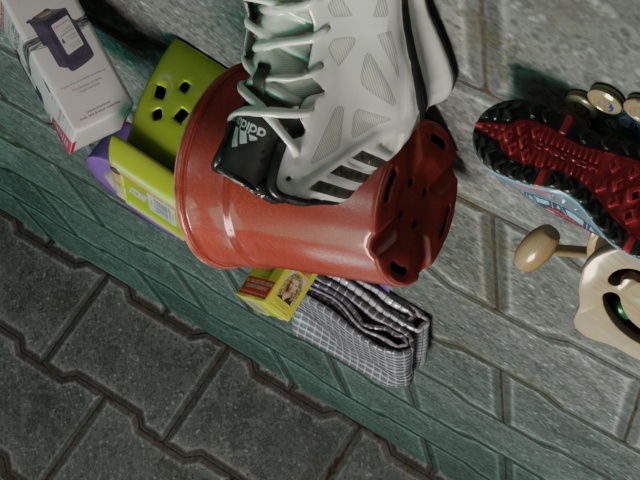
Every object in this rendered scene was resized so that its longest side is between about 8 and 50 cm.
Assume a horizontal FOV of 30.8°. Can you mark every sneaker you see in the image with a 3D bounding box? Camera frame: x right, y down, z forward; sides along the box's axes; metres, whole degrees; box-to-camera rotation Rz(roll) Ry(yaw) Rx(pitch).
[{"bbox_3d":[0.281,-0.057,1.168,0.262,0.104,0.125,34,-178,17],"label":"sneaker"},{"bbox_3d":[-0.017,-0.181,1.097,0.169,0.257,0.447,24,161,32],"label":"sneaker"}]

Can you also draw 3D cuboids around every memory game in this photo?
[{"bbox_3d":[0.317,-0.089,1.152,0.186,0.012,0.186,31,164,10],"label":"memory game"}]

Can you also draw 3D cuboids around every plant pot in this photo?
[{"bbox_3d":[-0.180,-0.122,1.705,0.227,0.207,0.228,34,164,3],"label":"plant pot"},{"bbox_3d":[0.008,-0.067,1.427,0.265,0.272,0.272,15,156,32],"label":"plant pot"}]

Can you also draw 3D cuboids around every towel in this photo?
[{"bbox_3d":[0.065,0.155,2.193,0.283,0.121,0.235,30,163,16],"label":"towel"}]

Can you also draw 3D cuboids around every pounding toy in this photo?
[{"bbox_3d":[0.366,0.025,1.291,0.269,0.155,0.154,25,136,0],"label":"pounding toy"}]

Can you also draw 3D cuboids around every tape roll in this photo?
[{"bbox_3d":[-0.313,-0.108,2.236,0.274,0.090,0.275,31,163,10],"label":"tape roll"}]

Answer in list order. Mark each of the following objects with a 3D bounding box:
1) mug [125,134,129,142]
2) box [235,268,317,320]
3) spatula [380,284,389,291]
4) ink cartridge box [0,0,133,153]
[{"bbox_3d":[-0.243,-0.151,1.917,0.113,0.150,0.169,67,168,-11],"label":"mug"},{"bbox_3d":[-0.026,0.004,1.714,0.058,0.232,0.087,41,165,-32],"label":"box"},{"bbox_3d":[0.000,0.000,2.028,0.296,0.030,0.084,28,162,22],"label":"spatula"},{"bbox_3d":[-0.379,-0.266,1.704,0.237,0.100,0.172,62,163,-1],"label":"ink cartridge box"}]
